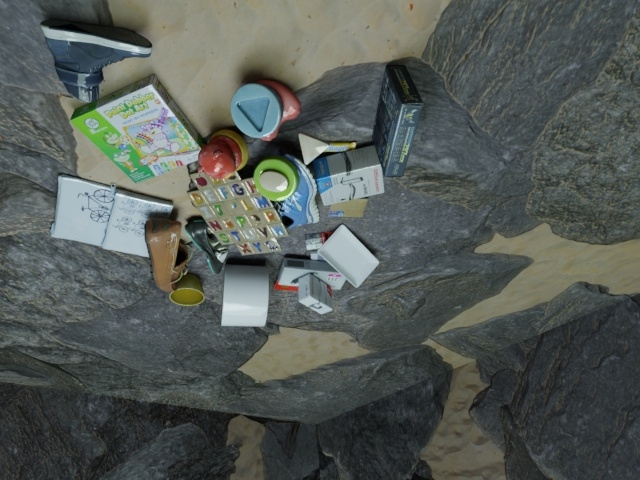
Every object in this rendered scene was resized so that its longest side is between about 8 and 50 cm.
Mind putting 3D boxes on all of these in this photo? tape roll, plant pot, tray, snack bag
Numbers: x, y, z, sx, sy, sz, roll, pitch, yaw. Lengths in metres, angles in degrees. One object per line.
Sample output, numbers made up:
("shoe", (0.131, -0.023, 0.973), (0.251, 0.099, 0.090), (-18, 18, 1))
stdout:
("tape roll", (-0.304, 0.219, 1.608), (0.169, 0.246, 0.246), (3, 140, -14))
("plant pot", (-0.542, 0.193, 1.653), (0.134, 0.095, 0.134), (-5, 141, -4))
("tray", (0.110, 0.062, 1.590), (0.145, 0.030, 0.270), (-47, 124, -1))
("snack bag", (-0.703, -0.067, 1.350), (0.343, 0.037, 0.323), (16, 136, -27))

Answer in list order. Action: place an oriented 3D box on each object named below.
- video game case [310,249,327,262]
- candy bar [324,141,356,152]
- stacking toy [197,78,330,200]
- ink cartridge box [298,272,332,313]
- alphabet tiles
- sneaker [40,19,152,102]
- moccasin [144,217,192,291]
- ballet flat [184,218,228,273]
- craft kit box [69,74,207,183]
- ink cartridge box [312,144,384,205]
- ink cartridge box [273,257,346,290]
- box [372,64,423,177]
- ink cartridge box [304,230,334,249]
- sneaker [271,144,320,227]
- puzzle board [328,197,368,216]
("video game case", (0.059, 0.098, 1.693), (0.202, 0.023, 0.183), (-5, 142, -4))
("candy bar", (0.026, -0.281, 1.219), (0.162, 0.018, 0.040), (-1, 141, -9))
("stacking toy", (-0.157, -0.235, 1.057), (0.280, 0.130, 0.309), (39, 120, -8))
("ink cartridge box", (-0.021, 0.216, 1.630), (0.063, 0.109, 0.150), (-27, 137, 28))
("alphabet tiles", (-0.266, -0.086, 1.300), (0.285, 0.011, 0.342), (-6, 128, 28))
("sneaker", (-0.492, -0.396, 0.921), (0.227, 0.086, 0.163), (8, 129, -4))
("moccasin", (-0.532, 0.060, 1.443), (0.147, 0.139, 0.380), (-4, 137, -18))
("ballet flat", (-0.395, 0.026, 1.476), (0.096, 0.095, 0.280), (-20, 141, -4))
("craft kit box", (-0.479, -0.289, 1.097), (0.250, 0.060, 0.246), (-18, 138, 12))
("ink cartridge box", (0.091, -0.200, 1.264), (0.203, 0.085, 0.148), (-12, 149, 6))
("ink cartridge box", (-0.045, 0.174, 1.709), (0.275, 0.060, 0.238), (6, 138, -16))
("box", (0.198, -0.313, 1.076), (0.059, 0.183, 0.232), (-3, 140, -6))
("ink cartridge box", (0.000, 0.000, 1.555), (0.115, 0.029, 0.062), (-8, 141, 1))
("sneaker", (-0.094, -0.145, 1.253), (0.147, 0.129, 0.330), (-26, 143, -13))
("puzzle board", (0.097, -0.120, 1.438), (0.128, 0.011, 0.096), (1, 142, -10))
